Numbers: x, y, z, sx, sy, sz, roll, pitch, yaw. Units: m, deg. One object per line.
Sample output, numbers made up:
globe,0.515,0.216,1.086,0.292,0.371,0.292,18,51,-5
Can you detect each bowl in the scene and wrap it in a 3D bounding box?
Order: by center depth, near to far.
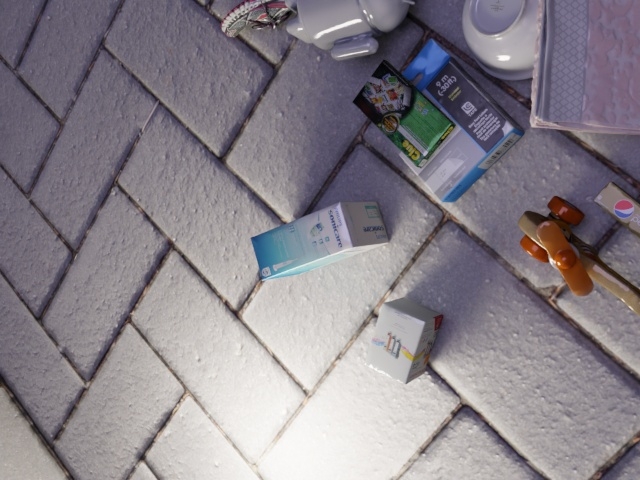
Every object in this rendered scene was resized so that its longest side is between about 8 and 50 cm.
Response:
bowl,0.433,-0.523,1.610,0.297,0.134,0.298,1,92,43

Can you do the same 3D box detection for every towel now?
towel,0.610,-0.395,1.496,0.316,0.053,0.332,2,92,-5

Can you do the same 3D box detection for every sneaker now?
sneaker,-0.163,-0.648,2.007,0.299,0.121,0.112,-17,114,38

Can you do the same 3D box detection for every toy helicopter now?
toy helicopter,0.579,0.050,1.527,0.355,0.235,0.140,41,111,22

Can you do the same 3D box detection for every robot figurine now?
robot figurine,0.080,-0.612,1.809,0.353,0.199,0.300,-7,85,31

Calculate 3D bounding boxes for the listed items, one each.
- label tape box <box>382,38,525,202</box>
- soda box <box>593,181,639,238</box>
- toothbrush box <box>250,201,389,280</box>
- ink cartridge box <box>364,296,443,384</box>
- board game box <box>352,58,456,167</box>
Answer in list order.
label tape box,0.290,-0.302,1.753,0.249,0.115,0.348,-47,72,24
soda box,0.694,-0.051,1.554,0.181,0.061,0.058,44,112,21
toothbrush box,0.000,0.000,1.880,0.295,0.216,0.126,-20,83,31
ink cartridge box,0.214,0.256,1.817,0.127,0.128,0.176,23,105,27
board game box,0.200,-0.312,1.730,0.136,0.030,0.260,-50,63,20
